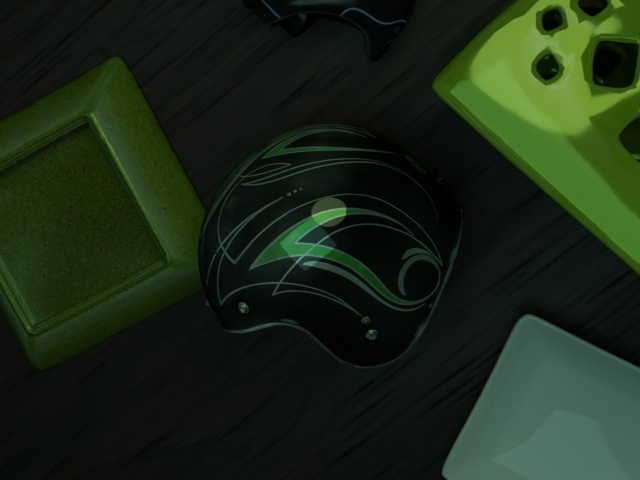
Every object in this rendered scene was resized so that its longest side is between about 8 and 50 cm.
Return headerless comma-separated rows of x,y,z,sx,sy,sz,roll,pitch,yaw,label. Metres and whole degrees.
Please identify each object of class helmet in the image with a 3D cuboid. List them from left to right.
0.000,0.000,1.085,0.161,0.169,0.169,25,104,-11,helmet

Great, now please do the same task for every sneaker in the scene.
-0.045,-0.201,1.097,0.232,0.081,0.090,20,96,5,sneaker

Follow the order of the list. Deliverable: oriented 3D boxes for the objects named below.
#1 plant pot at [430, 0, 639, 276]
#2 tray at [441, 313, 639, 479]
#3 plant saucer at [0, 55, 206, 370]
0.222,-0.101,0.998,0.227,0.228,0.207,41,97,1,plant pot
0.239,0.170,1.137,0.270,0.030,0.145,26,104,5,tray
-0.191,-0.014,1.176,0.188,0.045,0.188,-28,94,14,plant saucer
